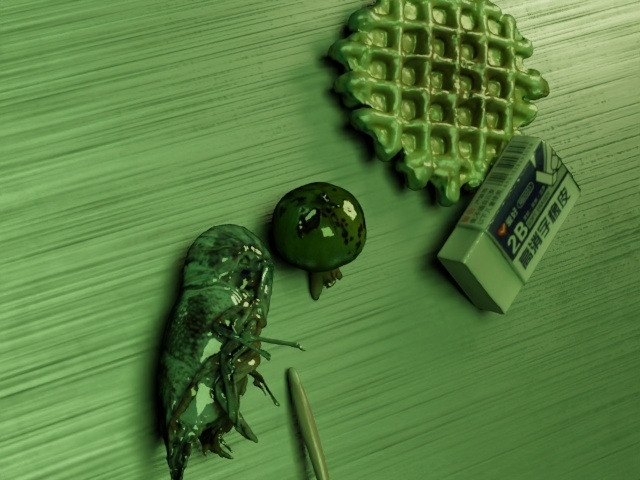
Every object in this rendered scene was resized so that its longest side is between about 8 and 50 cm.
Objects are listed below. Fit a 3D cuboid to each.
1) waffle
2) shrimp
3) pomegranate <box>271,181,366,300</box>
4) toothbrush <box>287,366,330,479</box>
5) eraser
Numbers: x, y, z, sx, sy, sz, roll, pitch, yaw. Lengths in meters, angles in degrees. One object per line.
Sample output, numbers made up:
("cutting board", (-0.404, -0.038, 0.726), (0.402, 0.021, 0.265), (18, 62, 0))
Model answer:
("waffle", (0.159, -0.216, 2.119), (0.292, 0.056, 0.309), (48, 64, -10))
("shrimp", (-0.113, 0.150, 1.856), (0.137, 0.172, 0.372), (12, 68, -29))
("pomegranate", (0.000, 0.000, 1.982), (0.122, 0.122, 0.161), (-26, 129, -27))
("toothbrush", (0.002, 0.299, 1.931), (0.030, 0.025, 0.307), (-12, 72, -17))
("eraser", (0.251, -0.022, 2.097), (0.210, 0.068, 0.124), (-56, 131, -19))
